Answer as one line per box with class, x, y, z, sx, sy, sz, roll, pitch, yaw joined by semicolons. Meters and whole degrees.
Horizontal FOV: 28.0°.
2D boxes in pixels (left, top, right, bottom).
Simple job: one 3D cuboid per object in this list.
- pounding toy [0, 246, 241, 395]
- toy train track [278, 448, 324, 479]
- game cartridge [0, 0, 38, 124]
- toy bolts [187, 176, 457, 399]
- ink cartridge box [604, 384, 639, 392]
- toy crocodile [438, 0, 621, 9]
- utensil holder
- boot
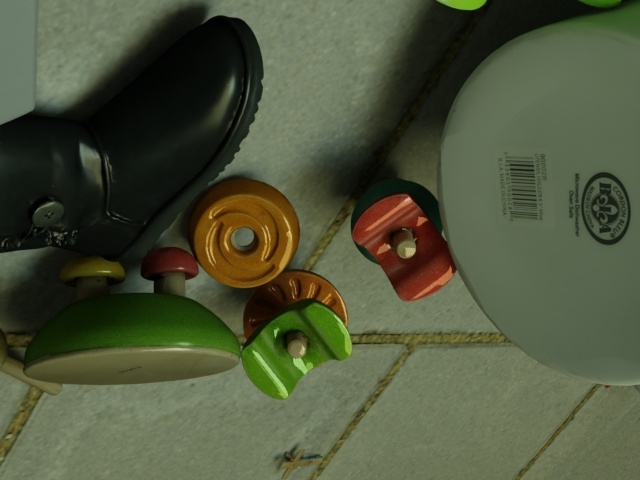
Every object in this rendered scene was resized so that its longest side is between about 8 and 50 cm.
pounding toy;-0.186;0.062;1.108;0.237;0.110;0.183;-9;165;21
toy train track;-0.026;0.271;1.578;0.083;0.014;0.048;7;120;-53
game cartridge;-0.320;-0.124;0.781;0.294;0.060;0.196;-12;136;-25
toy bolts;0.000;0.000;1.215;0.229;0.158;0.218;-30;107;7
ink cartridge box;0.594;0.124;1.862;0.309;0.130;0.271;-21;144;-23
toy crocodile;0.164;-0.253;0.985;0.341;0.105;0.115;-6;139;-29
utensil holder;0.341;-0.071;1.153;0.385;0.327;0.327;-21;145;-44
boot;-0.178;-0.072;0.952;0.207;0.094;0.246;1;137;-48
